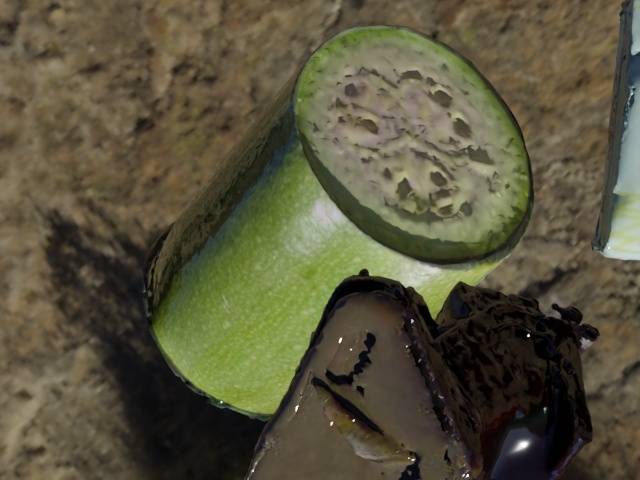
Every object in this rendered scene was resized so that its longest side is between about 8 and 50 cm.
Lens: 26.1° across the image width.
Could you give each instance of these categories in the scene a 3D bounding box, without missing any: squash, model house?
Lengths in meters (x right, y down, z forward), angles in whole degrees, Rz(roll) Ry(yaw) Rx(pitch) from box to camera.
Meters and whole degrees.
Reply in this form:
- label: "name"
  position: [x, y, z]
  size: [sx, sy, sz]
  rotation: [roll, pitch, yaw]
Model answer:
- label: "squash"
  position: [0.000, 0.000, 1.367]
  size: [0.263, 0.263, 0.384]
  rotation: [48, 139, 1]
- label: "model house"
  position: [0.051, 0.111, 0.743]
  size: [0.141, 0.164, 0.203]
  rotation: [39, 116, 13]

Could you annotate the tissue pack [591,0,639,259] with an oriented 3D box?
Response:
- label: "tissue pack"
  position: [0.503, -0.103, 1.470]
  size: [0.388, 0.162, 0.287]
  rotation: [7, 91, 6]
